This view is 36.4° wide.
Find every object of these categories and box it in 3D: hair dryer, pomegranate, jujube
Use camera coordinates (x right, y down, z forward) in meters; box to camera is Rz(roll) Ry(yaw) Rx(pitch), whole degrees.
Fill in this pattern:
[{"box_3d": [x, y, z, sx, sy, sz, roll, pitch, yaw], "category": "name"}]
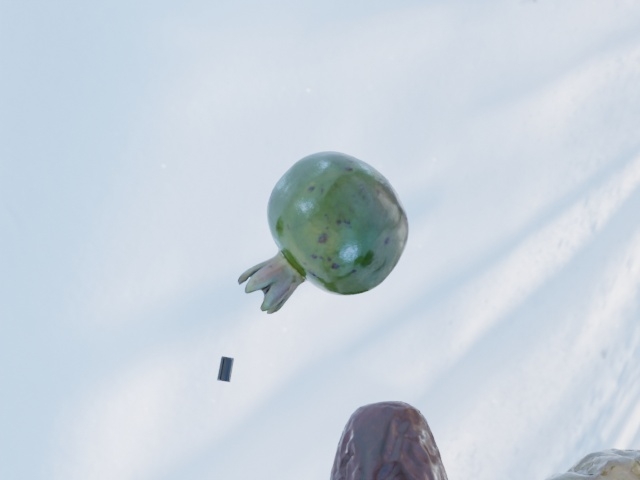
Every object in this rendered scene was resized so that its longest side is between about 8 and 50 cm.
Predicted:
[{"box_3d": [-0.179, 0.241, 1.825, 0.083, 0.026, 0.047, 139, -38, -79], "category": "hair dryer"}, {"box_3d": [0.000, 0.000, 1.208, 0.225, 0.187, 0.187, -43, 151, 3], "category": "pomegranate"}, {"box_3d": [0.125, 0.451, 1.731, 0.223, 0.223, 0.318, 56, 27, -58], "category": "jujube"}]

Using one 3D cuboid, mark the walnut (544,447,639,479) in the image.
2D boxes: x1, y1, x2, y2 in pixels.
[{"box_3d": [0.358, 0.347, 1.173, 0.198, 0.198, 0.245, -59, -177, -15], "category": "walnut"}]
